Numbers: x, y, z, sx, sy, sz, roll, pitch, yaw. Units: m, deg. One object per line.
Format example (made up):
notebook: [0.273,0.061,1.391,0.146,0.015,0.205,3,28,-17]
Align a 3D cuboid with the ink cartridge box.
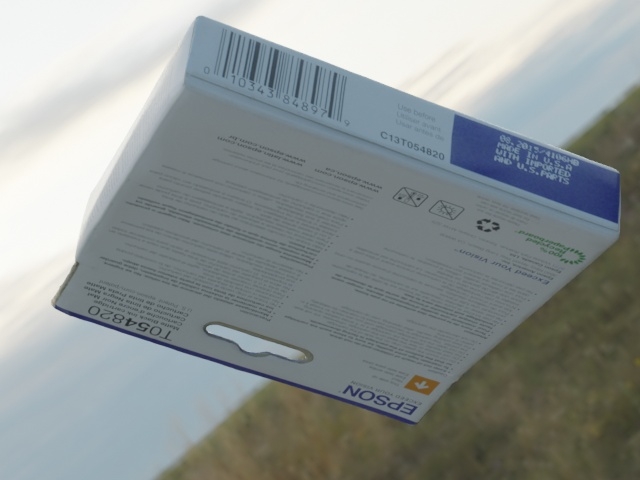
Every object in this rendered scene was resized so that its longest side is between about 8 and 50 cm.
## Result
ink cartridge box: [0.000,0.000,0.899,0.224,0.223,0.045,130,154,-52]
